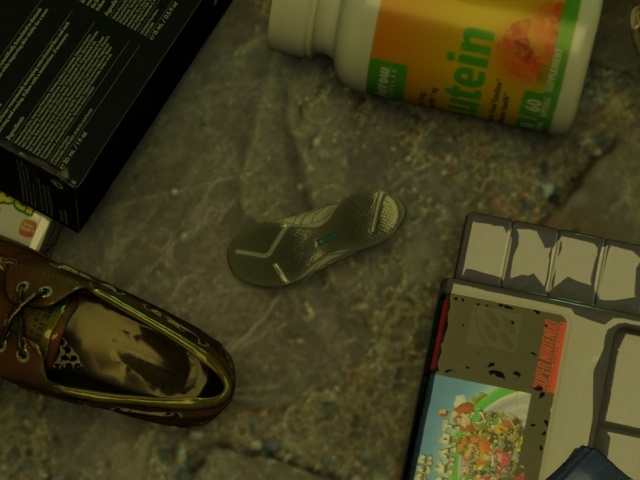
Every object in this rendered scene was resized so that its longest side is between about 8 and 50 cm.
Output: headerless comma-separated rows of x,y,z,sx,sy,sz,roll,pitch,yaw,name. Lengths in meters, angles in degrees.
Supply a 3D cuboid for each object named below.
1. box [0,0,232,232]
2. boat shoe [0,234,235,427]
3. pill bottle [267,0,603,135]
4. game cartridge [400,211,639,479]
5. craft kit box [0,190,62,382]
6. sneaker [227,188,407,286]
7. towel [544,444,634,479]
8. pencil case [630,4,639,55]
-0.199,-0.167,1.417,0.184,0.103,0.261,30,69,4,box
-0.207,0.059,1.356,0.307,0.104,0.110,16,84,-13,boat shoe
0.089,-0.172,1.416,0.246,0.136,0.136,13,80,4,pill bottle
0.182,0.169,1.393,0.230,0.068,0.355,12,80,0,game cartridge
-0.354,0.032,1.437,0.250,0.061,0.246,19,78,5,craft kit box
0.000,0.000,1.434,0.152,0.061,0.053,-17,87,18,sneaker
0.225,0.343,1.308,0.243,0.040,0.336,-43,79,-8,towel
0.360,-0.316,1.330,0.184,0.160,0.410,15,82,36,pencil case
